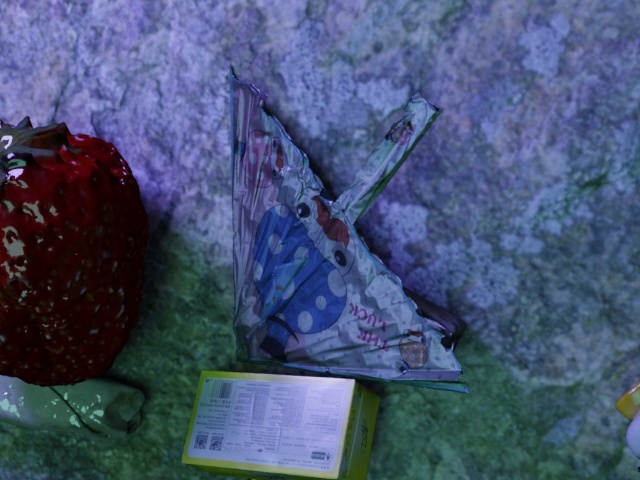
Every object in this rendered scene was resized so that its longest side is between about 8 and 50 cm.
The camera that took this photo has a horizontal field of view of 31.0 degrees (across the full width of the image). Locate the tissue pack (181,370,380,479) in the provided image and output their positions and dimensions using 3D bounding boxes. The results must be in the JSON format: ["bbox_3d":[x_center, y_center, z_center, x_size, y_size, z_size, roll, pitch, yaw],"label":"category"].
[{"bbox_3d":[-0.038,0.182,1.108,0.176,0.062,0.095,-1,67,29],"label":"tissue pack"}]

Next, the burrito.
[{"bbox_3d":[-0.319,0.165,1.244,0.275,0.059,0.082,9,87,19],"label":"burrito"}]

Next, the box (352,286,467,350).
[{"bbox_3d":[0.083,0.074,1.079,0.098,0.062,0.045,31,103,16],"label":"box"}]

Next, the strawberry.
[{"bbox_3d":[-0.288,0.024,1.130,0.257,0.257,0.277,3,116,20],"label":"strawberry"}]

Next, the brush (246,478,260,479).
[{"bbox_3d":[-0.174,0.302,1.212,0.327,0.070,0.065,-33,76,20],"label":"brush"}]

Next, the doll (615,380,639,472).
[{"bbox_3d":[0.381,0.230,0.954,0.314,0.141,0.177,52,143,17],"label":"doll"}]

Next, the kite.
[{"bbox_3d":[0.000,0.000,1.073,0.406,0.014,0.368,54,129,23],"label":"kite"}]
